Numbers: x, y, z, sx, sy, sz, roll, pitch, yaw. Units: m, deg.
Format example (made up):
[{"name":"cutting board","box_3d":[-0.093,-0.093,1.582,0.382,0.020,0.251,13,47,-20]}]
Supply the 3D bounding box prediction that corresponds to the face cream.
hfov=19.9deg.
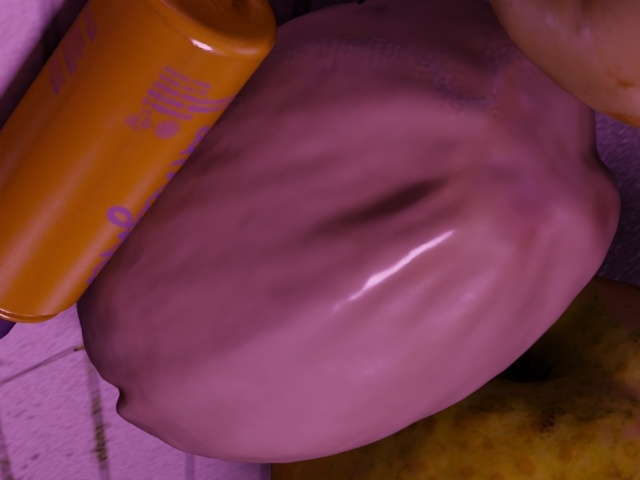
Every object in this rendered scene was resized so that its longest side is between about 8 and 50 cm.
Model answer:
[{"name":"face cream","box_3d":[-0.124,-0.022,0.854,0.078,0.078,0.273,-4,143,-48]}]

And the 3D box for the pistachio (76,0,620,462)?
[{"name":"pistachio","box_3d":[0.000,0.000,0.923,0.332,0.208,0.226,-36,-160,26]}]

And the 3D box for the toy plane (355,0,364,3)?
[{"name":"toy plane","box_3d":[0.009,-0.152,0.806,0.031,0.049,0.120,-29,156,-10]}]

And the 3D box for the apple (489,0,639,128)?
[{"name":"apple","box_3d":[0.167,-0.176,0.726,0.262,0.262,0.262,-27,155,-13]}]

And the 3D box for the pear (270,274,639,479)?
[{"name":"pear","box_3d":[0.140,0.180,1.224,0.391,0.391,0.391,-27,155,-13]}]
